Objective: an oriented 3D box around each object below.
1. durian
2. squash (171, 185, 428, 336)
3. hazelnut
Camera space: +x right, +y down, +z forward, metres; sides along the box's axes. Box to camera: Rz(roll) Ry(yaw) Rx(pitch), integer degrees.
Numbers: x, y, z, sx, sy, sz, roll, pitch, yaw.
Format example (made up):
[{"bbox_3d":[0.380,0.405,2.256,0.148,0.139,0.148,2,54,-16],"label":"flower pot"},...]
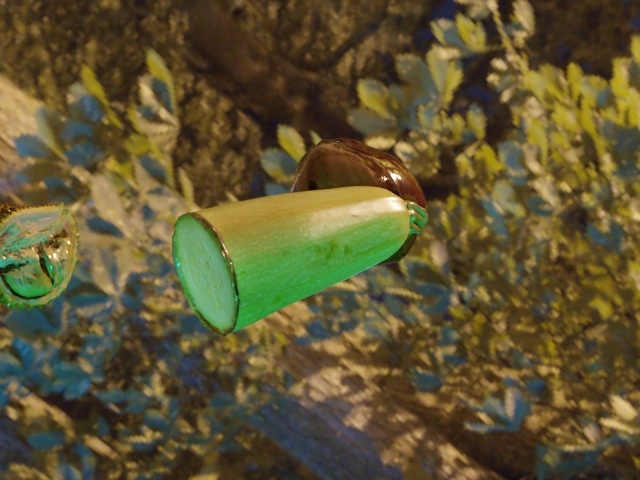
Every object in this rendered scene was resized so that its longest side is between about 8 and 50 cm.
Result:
[{"bbox_3d":[-0.414,0.022,1.502,0.102,0.208,0.146,-9,-97,34],"label":"durian"},{"bbox_3d":[0.000,0.000,0.863,0.224,0.094,0.094,-16,-169,-35],"label":"squash"},{"bbox_3d":[0.054,-0.058,1.713,0.218,0.218,0.234,-46,175,-3],"label":"hazelnut"}]
